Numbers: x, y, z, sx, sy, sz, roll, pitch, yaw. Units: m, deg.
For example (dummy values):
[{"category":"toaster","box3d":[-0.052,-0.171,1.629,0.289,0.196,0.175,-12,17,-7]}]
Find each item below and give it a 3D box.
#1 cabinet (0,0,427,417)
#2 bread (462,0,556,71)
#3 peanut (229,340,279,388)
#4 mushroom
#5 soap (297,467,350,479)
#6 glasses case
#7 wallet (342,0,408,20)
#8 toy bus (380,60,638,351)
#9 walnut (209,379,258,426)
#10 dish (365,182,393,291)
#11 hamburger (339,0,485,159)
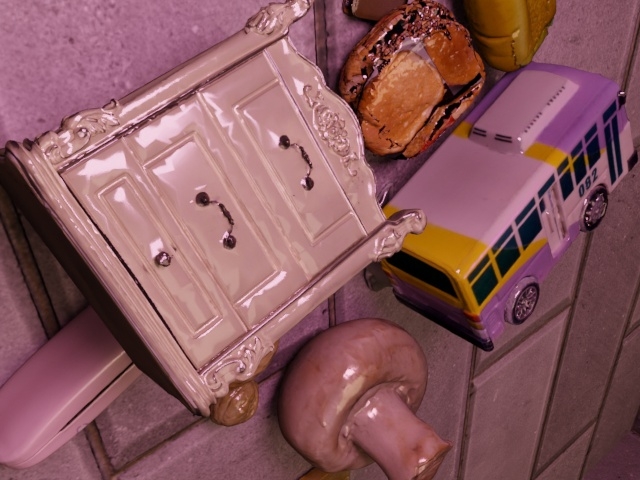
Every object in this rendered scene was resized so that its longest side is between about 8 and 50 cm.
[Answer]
[{"category":"cabinet","box3d":[-0.109,-0.046,0.692,0.318,0.227,0.289,-37,109,-23]},{"category":"bread","box3d":[0.250,-0.418,0.952,0.166,0.112,0.383,-56,143,-16]},{"category":"peanut","box3d":[-0.129,0.148,0.966,0.141,0.109,0.159,12,135,-18]},{"category":"mushroom","box3d":[0.085,0.286,1.128,0.298,0.290,0.297,-26,132,-32]},{"category":"soap","box3d":[-0.044,0.538,1.368,0.252,0.037,0.092,-27,131,-29]},{"category":"glasses case","box3d":[-0.284,0.149,0.811,0.297,0.113,0.075,-44,136,-13]},{"category":"wallet","box3d":[0.095,-0.394,0.883,0.110,0.031,0.198,-7,121,-41]},{"category":"toy bus","box3d":[0.296,-0.079,1.053,0.440,0.209,0.249,-47,134,-15]},{"category":"walnut","box3d":[-0.138,0.253,1.050,0.092,0.092,0.092,-25,131,-32]},{"category":"dish","box3d":[0.169,0.004,1.186,0.224,0.078,0.246,-50,139,-5]},{"category":"hamburger","box3d":[0.126,-0.228,0.953,0.231,0.106,0.231,-23,144,-17]}]
